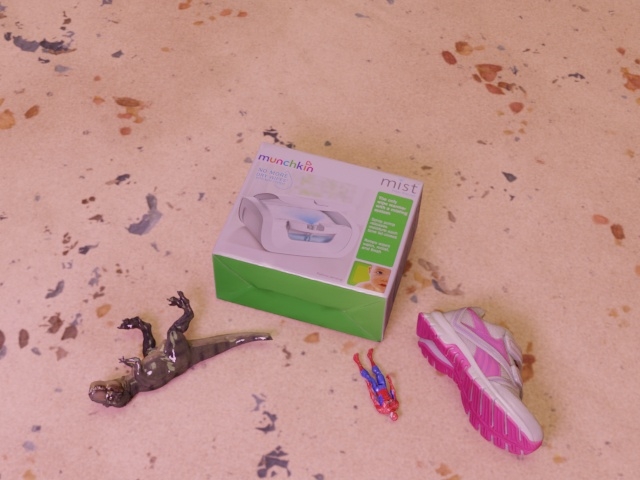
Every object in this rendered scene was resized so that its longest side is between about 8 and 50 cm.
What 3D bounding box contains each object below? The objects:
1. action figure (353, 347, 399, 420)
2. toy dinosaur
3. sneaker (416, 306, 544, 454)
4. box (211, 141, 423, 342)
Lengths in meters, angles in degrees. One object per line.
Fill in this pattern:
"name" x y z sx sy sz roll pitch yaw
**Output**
"action figure" 0.082 0.205 1.492 0.038 0.030 0.115 -14 56 -20
"toy dinosaur" -0.213 0.145 1.498 0.268 0.064 0.118 -22 71 -20
"sneaker" 0.240 0.180 1.474 0.111 0.103 0.252 -23 57 -18
"box" 0.000 0.000 1.586 0.262 0.126 0.231 15 54 9
